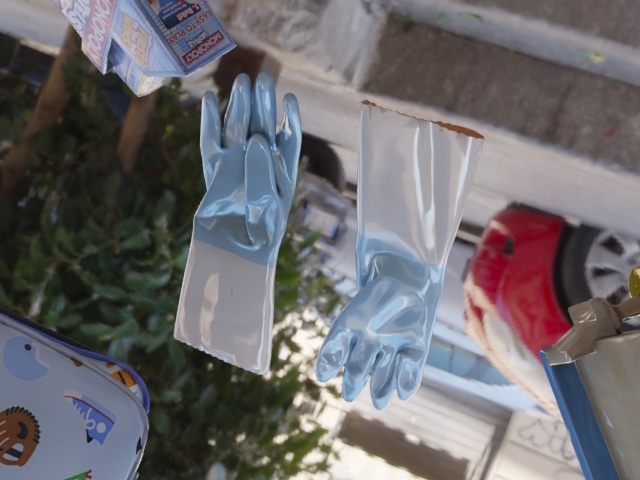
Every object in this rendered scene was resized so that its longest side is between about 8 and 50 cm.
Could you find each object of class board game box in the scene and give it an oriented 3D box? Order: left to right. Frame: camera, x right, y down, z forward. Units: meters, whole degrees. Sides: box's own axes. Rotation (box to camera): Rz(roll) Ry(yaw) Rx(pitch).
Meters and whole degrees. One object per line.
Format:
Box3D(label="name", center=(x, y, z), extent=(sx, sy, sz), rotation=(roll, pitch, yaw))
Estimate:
Box3D(label="board game box", center=(-0.166, -0.199, 0.798), extent=(0.194, 0.060, 0.194), rotation=(50, 152, 3))

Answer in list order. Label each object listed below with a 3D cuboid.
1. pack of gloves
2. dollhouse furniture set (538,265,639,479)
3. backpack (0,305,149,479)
Box3D(label="pack of gloves", center=(0.000, 0.000, 0.658), extent=(0.195, 0.232, 0.046), rotation=(21, -150, 18))
Box3D(label="dollhouse furniture set", center=(0.286, 0.126, 0.461), extent=(0.198, 0.303, 0.286), rotation=(-18, 171, -11))
Box3D(label="backpack", center=(-0.240, 0.153, 0.529), extent=(0.277, 0.263, 0.213), rotation=(31, 156, -21))
